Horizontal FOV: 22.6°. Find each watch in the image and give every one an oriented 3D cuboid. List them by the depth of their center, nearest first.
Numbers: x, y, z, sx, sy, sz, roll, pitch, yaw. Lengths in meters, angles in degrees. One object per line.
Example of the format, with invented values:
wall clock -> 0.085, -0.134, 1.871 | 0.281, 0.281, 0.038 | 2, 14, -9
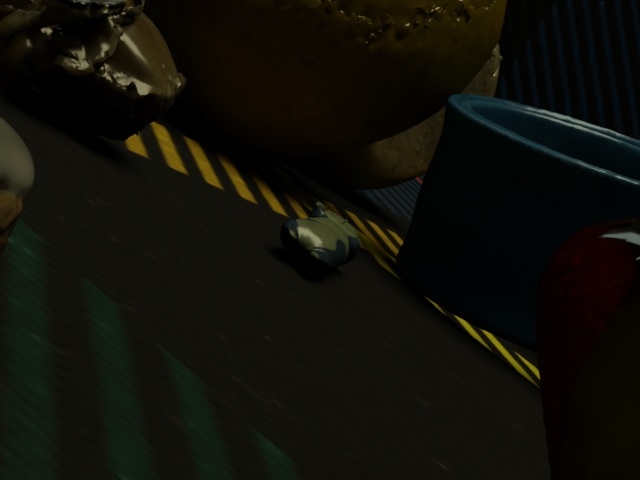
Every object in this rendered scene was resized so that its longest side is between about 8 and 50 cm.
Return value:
watch -> 0.201, 0.015, 1.090 | 0.274, 0.241, 0.305 | 16, 11, -11

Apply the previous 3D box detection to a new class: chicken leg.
chicken leg -> -0.152, -0.123, 0.821 | 0.196, 0.080, 0.125 | 38, 20, 30

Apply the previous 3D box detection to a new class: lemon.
lemon -> 0.004, -0.186, 1.171 | 0.310, 0.258, 0.258 | -10, 38, -43

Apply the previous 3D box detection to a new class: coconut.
coconut -> 0.037, -0.174, 1.427 | 0.227, 0.227, 0.230 | 28, 11, -45

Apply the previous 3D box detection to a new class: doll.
doll -> 0.000, 0.000, 0.888 | 0.037, 0.027, 0.125 | 43, 7, 4

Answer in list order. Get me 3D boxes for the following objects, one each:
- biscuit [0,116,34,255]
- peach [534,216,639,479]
biscuit -> -0.175, -0.069, 0.450 | 0.208, 0.049, 0.181 | 41, 8, 31
peach -> 0.168, 0.101, 0.469 | 0.267, 0.154, 0.158 | 28, 11, 32
